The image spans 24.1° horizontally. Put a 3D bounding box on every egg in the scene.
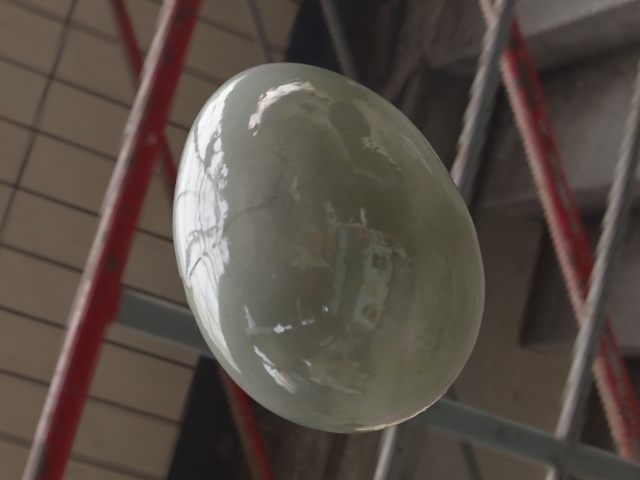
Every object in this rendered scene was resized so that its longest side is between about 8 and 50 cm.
[{"bbox_3d":[0.000,0.000,0.776,0.151,0.151,0.209,-49,55,39],"label":"egg"}]
